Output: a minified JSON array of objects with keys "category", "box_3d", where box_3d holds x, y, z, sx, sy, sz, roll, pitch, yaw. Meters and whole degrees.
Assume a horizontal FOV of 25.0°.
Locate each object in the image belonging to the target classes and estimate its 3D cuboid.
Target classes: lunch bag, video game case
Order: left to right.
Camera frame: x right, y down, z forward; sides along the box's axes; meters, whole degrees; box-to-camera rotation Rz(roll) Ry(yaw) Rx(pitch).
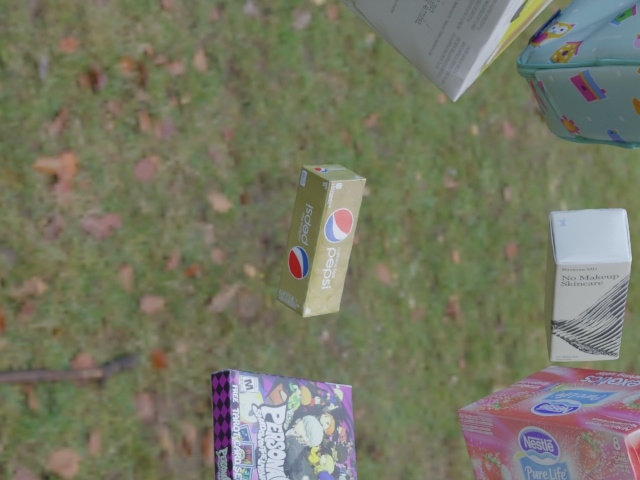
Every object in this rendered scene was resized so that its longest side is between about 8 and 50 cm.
[{"category":"video game case","box_3d":[-0.039,0.279,1.735,0.210,0.042,0.232,14,66,-44]},{"category":"lunch bag","box_3d":[0.326,-0.189,1.314,0.224,0.279,0.108,-45,116,-20]}]

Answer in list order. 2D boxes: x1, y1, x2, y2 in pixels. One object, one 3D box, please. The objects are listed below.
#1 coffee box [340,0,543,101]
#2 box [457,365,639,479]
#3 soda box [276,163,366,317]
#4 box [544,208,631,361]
[{"category":"coffee box","box_3d":[0.199,-0.466,1.943,0.338,0.337,0.334,43,69,6]},{"category":"box","box_3d":[0.306,0.236,1.596,0.154,0.300,0.142,-21,99,-27]},{"category":"soda box","box_3d":[0.000,0.000,1.782,0.061,0.058,0.181,-6,116,-40]},{"category":"box","box_3d":[0.387,0.070,2.110,0.275,0.113,0.094,78,11,-55]}]
